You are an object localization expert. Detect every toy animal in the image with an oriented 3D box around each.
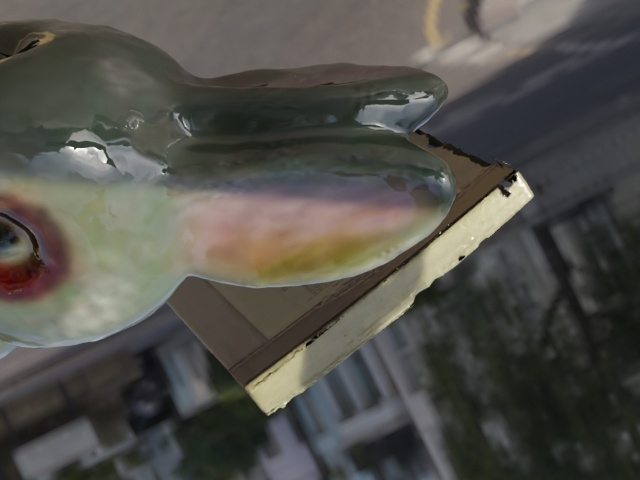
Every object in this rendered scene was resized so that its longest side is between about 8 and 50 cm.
[{"bbox_3d":[-0.092,-0.019,0.471,0.236,0.138,0.108,-22,154,33],"label":"toy animal"}]

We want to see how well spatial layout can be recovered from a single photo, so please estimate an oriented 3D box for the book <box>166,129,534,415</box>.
[{"bbox_3d":[0.001,0.001,0.925,0.157,0.026,0.231,-39,-160,-5],"label":"book"}]
